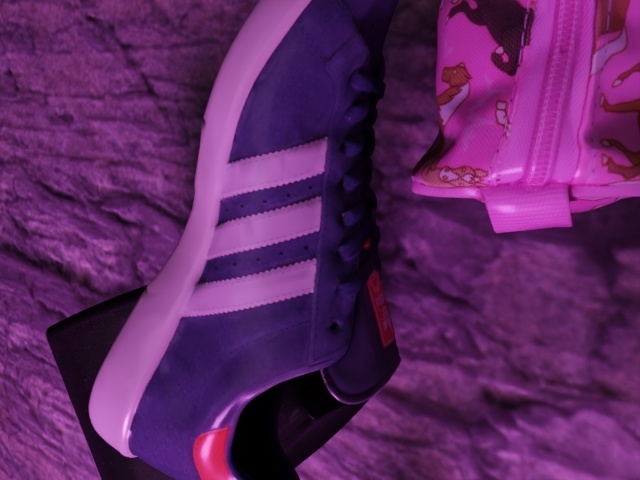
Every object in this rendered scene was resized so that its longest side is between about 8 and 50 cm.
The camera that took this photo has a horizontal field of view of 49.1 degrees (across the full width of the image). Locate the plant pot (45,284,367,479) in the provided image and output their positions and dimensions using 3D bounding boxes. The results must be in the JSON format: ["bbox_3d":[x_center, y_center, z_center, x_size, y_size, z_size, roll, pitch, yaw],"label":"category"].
[{"bbox_3d":[-0.068,0.109,0.570,0.167,0.188,0.187,-32,75,21],"label":"plant pot"}]

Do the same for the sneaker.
[{"bbox_3d":[0.000,0.000,0.409,0.148,0.131,0.350,29,106,15],"label":"sneaker"}]

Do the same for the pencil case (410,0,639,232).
[{"bbox_3d":[0.131,-0.202,0.371,0.160,0.167,0.386,17,109,57],"label":"pencil case"}]
